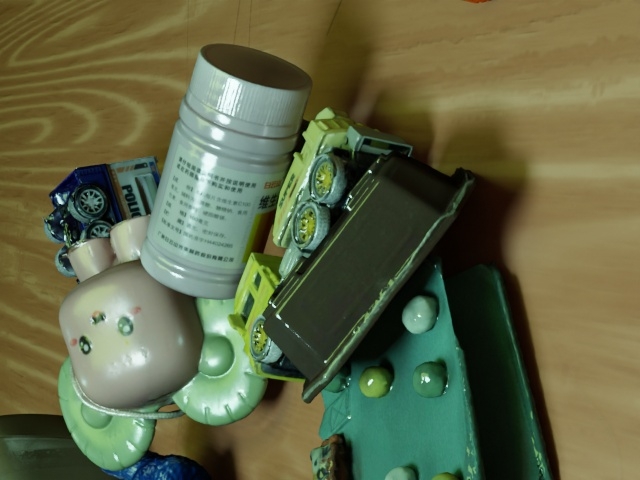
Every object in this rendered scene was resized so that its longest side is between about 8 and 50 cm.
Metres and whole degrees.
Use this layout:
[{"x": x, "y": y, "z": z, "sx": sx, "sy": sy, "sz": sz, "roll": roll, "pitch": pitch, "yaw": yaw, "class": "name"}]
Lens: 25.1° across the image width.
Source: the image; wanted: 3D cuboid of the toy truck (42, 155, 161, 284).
[{"x": -0.250, "y": 0.035, "z": 1.891, "sx": 0.124, "sy": 0.155, "sz": 0.268, "roll": -30, "pitch": 77, "yaw": 56, "class": "toy truck"}]

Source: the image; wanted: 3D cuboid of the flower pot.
[{"x": 0.033, "y": 0.017, "z": 1.306, "sx": 0.251, "sy": 0.084, "sz": 0.179, "roll": -54, "pitch": 2, "yaw": 8, "class": "flower pot"}]

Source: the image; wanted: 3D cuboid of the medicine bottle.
[{"x": -0.102, "y": -0.073, "z": 1.531, "sx": 0.133, "sy": 0.133, "sz": 0.249, "roll": 52, "pitch": 130, "yaw": 55, "class": "medicine bottle"}]

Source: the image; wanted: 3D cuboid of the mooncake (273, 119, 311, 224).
[{"x": -0.037, "y": -0.078, "z": 1.613, "sx": 0.130, "sy": 0.073, "sz": 0.125, "roll": 33, "pitch": 115, "yaw": 51, "class": "mooncake"}]

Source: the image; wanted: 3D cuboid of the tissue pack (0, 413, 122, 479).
[{"x": -0.406, "y": 0.421, "z": 1.948, "sx": 0.277, "sy": 0.267, "sz": 0.387, "roll": 52, "pitch": 129, "yaw": 50, "class": "tissue pack"}]

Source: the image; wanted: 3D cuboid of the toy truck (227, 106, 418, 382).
[{"x": 0.000, "y": 0.000, "z": 1.466, "sx": 0.157, "sy": 0.124, "sz": 0.272, "roll": 53, "pitch": 128, "yaw": 54, "class": "toy truck"}]

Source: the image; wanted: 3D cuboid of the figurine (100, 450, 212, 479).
[{"x": -0.154, "y": 0.325, "z": 1.681, "sx": 0.262, "sy": 0.121, "sz": 0.164, "roll": 34, "pitch": 129, "yaw": 39, "class": "figurine"}]

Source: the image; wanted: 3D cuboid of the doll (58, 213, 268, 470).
[{"x": -0.190, "y": 0.113, "z": 1.680, "sx": 0.284, "sy": 0.216, "sz": 0.268, "roll": -24, "pitch": 74, "yaw": 24, "class": "doll"}]

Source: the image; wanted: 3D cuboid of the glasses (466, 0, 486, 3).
[{"x": 0.133, "y": -0.301, "z": 1.272, "sx": 0.255, "sy": 0.162, "sz": 0.095, "roll": -36, "pitch": 48, "yaw": 53, "class": "glasses"}]

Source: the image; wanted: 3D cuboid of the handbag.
[{"x": 0.079, "y": 0.179, "z": 1.287, "sx": 0.274, "sy": 0.100, "sz": 0.268, "roll": -45, "pitch": 45, "yaw": 47, "class": "handbag"}]
